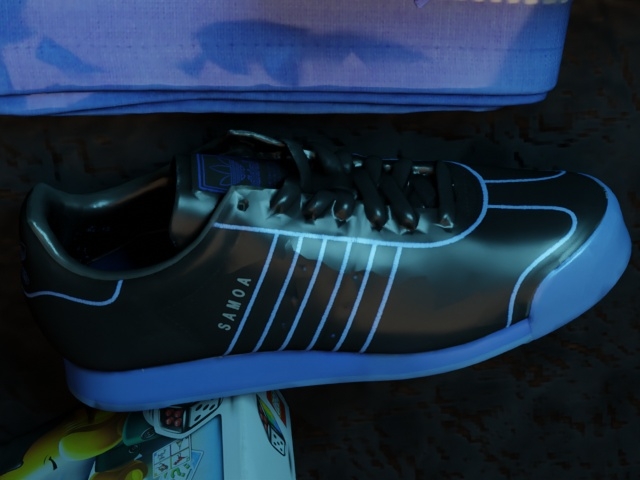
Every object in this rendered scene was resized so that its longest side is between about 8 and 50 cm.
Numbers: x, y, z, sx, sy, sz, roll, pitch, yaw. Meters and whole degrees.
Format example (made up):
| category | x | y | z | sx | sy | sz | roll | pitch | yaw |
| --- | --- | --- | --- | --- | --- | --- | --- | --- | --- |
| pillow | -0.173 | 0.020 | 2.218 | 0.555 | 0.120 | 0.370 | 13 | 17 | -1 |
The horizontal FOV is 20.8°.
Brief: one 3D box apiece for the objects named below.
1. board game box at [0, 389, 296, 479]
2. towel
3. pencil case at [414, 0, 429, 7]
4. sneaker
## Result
| category | x | y | z | sx | sy | sz | roll | pitch | yaw |
| --- | --- | --- | --- | --- | --- | --- | --- | --- | --- |
| board game box | -0.097 | 0.167 | 0.619 | 0.193 | 0.305 | 0.053 | -27 | 117 | 9 |
| towel | -0.016 | -0.192 | 0.566 | 0.243 | 0.040 | 0.336 | 0 | 121 | -7 |
| pencil case | 0.110 | -0.119 | 0.566 | 0.206 | 0.088 | 0.086 | -6 | 150 | -24 |
| sneaker | 0.000 | 0.000 | 0.659 | 0.232 | 0.081 | 0.090 | -13 | 129 | 3 |
